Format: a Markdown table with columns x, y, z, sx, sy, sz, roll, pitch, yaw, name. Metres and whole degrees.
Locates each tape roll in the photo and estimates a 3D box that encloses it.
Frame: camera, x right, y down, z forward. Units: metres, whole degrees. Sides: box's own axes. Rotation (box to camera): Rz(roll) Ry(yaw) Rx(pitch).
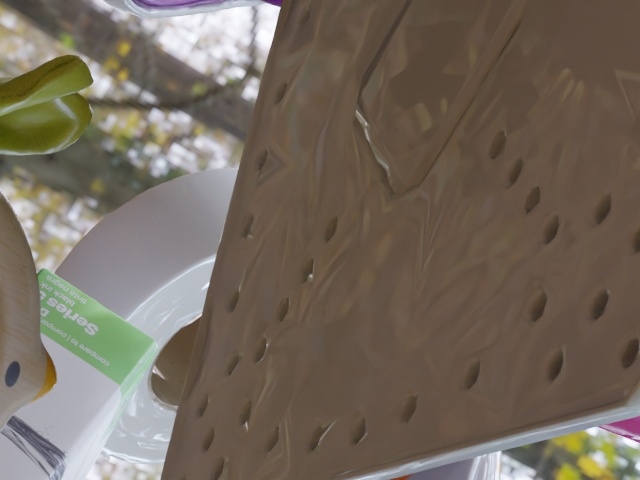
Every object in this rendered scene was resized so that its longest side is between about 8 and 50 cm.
| x | y | z | sx | sy | sz | roll | pitch | yaw | name |
| --- | --- | --- | --- | --- | --- | --- | --- | --- | --- |
| -0.113 | 0.072 | 1.713 | 0.286 | 0.286 | 0.100 | -49 | -125 | 17 | tape roll |

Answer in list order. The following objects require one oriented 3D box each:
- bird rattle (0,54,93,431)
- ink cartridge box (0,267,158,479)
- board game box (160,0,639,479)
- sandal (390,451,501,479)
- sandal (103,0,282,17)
| x | y | z | sx | sy | sz | roll | pitch | yaw | name |
| --- | --- | --- | --- | --- | --- | --- | --- | --- | --- |
| -0.190 | 0.022 | 0.729 | 0.143 | 0.207 | 0.253 | 7 | -144 | 40 | bird rattle |
| -0.256 | 0.181 | 1.385 | 0.198 | 0.115 | 0.273 | -57 | 177 | 41 | ink cartridge box |
| 0.069 | -0.074 | 0.814 | 0.390 | 0.050 | 0.390 | -27 | -135 | 58 | board game box |
| 0.065 | 0.188 | 1.233 | 0.102 | 0.076 | 0.265 | -7 | -128 | 28 | sandal |
| 0.021 | -0.226 | 1.286 | 0.102 | 0.416 | 0.169 | 32 | -46 | 34 | sandal |
